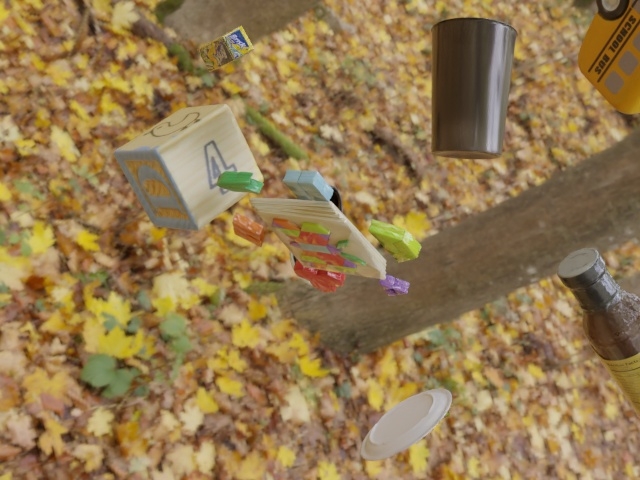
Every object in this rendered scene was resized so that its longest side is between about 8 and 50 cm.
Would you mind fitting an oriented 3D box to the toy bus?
[{"bbox_3d":[0.440,-0.318,0.982,0.108,0.332,0.130,-12,57,-28],"label":"toy bus"}]

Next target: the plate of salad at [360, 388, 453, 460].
[{"bbox_3d":[0.160,0.342,1.506,0.048,0.200,0.200,54,29,-8],"label":"plate of salad"}]

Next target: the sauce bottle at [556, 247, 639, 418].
[{"bbox_3d":[0.487,0.159,1.294,0.344,0.111,0.111,54,30,-18],"label":"sauce bottle"}]

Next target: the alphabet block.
[{"bbox_3d":[-0.274,-0.154,1.726,0.197,0.192,0.193,-41,120,-32],"label":"alphabet block"}]

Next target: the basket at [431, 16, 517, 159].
[{"bbox_3d":[0.273,-0.267,1.503,0.204,0.154,0.226,2,92,-73],"label":"basket"}]

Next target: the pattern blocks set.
[{"bbox_3d":[0.000,0.000,1.115,0.325,0.286,0.026,39,61,-40],"label":"pattern blocks set"}]

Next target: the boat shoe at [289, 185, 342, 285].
[{"bbox_3d":[-0.003,-0.011,1.529,0.084,0.079,0.233,25,41,-12],"label":"boat shoe"}]

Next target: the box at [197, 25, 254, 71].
[{"bbox_3d":[-0.209,-0.417,1.803,0.054,0.169,0.059,-35,107,-21],"label":"box"}]
